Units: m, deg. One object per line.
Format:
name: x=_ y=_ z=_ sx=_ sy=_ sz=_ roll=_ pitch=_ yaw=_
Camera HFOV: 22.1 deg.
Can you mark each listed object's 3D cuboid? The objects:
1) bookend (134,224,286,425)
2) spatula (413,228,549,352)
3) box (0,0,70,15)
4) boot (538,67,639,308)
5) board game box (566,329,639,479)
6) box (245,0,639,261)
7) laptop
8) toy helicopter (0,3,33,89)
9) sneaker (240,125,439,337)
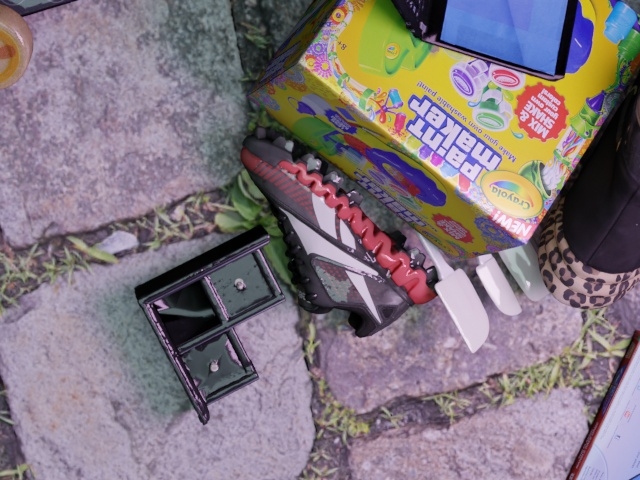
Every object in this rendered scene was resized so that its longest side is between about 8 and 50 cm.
bookend: x=-0.097 y=0.090 z=1.774 sx=0.156 sy=0.072 sz=0.157 roll=-26 pitch=103 yaw=-4
spatula: x=0.157 y=-0.019 z=1.786 sx=0.168 sy=0.019 sz=0.242 roll=-33 pitch=96 yaw=-34
box: x=-0.299 y=-0.310 z=1.642 sx=0.270 sy=0.143 sz=0.165 roll=-18 pitch=101 yaw=-5
boot: x=0.371 y=-0.108 z=1.755 sx=0.138 sy=0.377 sz=0.284 roll=31 pitch=130 yaw=5
board game box: x=0.371 y=0.259 z=1.897 sx=0.145 sy=0.027 sz=0.281 roll=24 pitch=95 yaw=-10
box: x=0.133 y=-0.179 z=1.674 sx=0.290 sy=0.177 sz=0.279 roll=37 pitch=73 yaw=-12
laptop: x=0.161 y=-0.304 z=1.531 sx=0.136 sy=0.264 sz=0.234 roll=7 pitch=77 yaw=19
toy helicopter: x=-0.421 y=-0.109 z=1.594 sx=0.235 sy=0.140 sz=0.355 roll=40 pitch=113 yaw=-20
sneaker: x=0.000 y=0.000 z=1.752 sx=0.135 sy=0.097 sz=0.276 roll=-45 pitch=110 yaw=3
